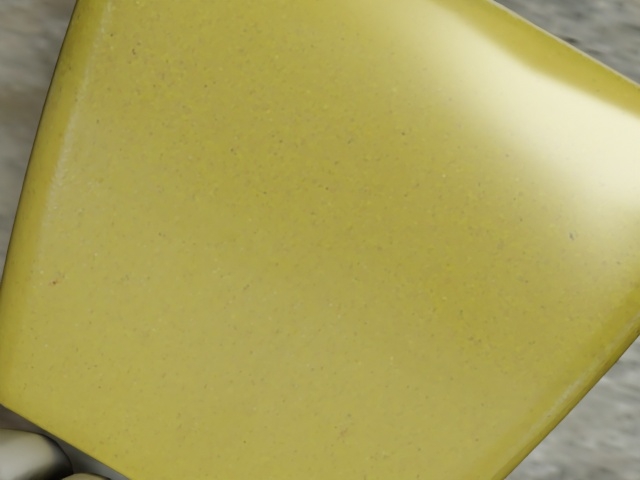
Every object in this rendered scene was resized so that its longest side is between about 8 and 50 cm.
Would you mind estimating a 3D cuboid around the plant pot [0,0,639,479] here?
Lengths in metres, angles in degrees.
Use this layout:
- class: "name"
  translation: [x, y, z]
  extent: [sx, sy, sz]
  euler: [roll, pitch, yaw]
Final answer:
- class: "plant pot"
  translation: [0.000, 0.000, 0.608]
  extent: [0.212, 0.212, 0.187]
  euler: [30, 95, 1]

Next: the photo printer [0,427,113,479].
- class: "photo printer"
  translation: [-0.166, 0.194, 0.536]
  extent: [0.107, 0.256, 0.307]
  euler: [35, 83, 5]
